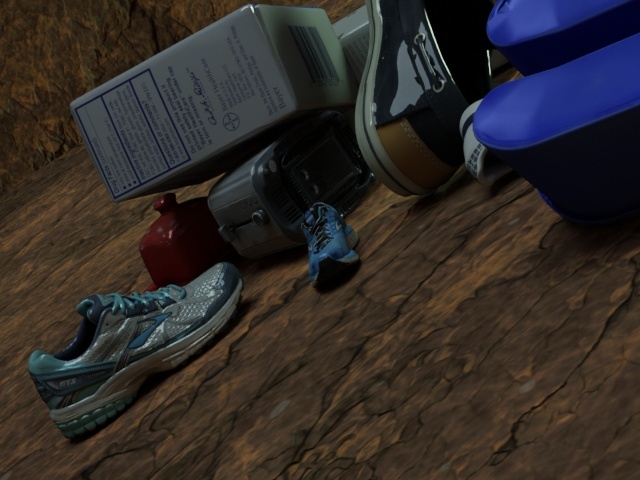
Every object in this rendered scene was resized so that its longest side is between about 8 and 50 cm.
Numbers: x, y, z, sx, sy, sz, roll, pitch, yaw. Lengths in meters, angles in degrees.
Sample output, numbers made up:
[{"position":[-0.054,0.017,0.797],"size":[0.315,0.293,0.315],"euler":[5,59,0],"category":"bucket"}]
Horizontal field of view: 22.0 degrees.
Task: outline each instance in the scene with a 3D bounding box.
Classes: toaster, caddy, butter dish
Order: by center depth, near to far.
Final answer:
[{"position":[0.299,-0.151,1.459],"size":[0.341,0.179,0.241],"euler":[-20,48,44],"category":"caddy"},{"position":[-0.036,-0.071,2.078],"size":[0.146,0.129,0.227],"euler":[-22,16,49],"category":"toaster"},{"position":[-0.182,-0.012,2.228],"size":[0.160,0.118,0.160],"euler":[-42,16,-27],"category":"butter dish"}]

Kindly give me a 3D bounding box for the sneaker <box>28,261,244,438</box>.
[{"position":[-0.214,0.102,1.914],"size":[0.283,0.122,0.110],"euler":[-39,15,-18],"category":"sneaker"}]

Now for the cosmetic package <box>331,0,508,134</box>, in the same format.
[{"position":[0.129,-0.276,2.319],"size":[0.385,0.156,0.217],"euler":[-31,13,17],"category":"cosmetic package"}]

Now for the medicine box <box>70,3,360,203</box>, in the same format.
[{"position":[-0.130,-0.181,2.148],"size":[0.289,0.149,0.263],"euler":[-25,-2,21],"category":"medicine box"}]

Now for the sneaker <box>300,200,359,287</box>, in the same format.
[{"position":[0.000,0.000,1.868],"size":[0.063,0.073,0.162],"euler":[-32,14,9],"category":"sneaker"}]

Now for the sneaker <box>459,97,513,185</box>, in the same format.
[{"position":[0.259,-0.136,1.752],"size":[0.235,0.090,0.095],"euler":[-32,28,20],"category":"sneaker"}]

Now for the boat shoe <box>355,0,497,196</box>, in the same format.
[{"position":[0.147,-0.271,1.994],"size":[0.156,0.187,0.500],"euler":[-29,38,33],"category":"boat shoe"}]
